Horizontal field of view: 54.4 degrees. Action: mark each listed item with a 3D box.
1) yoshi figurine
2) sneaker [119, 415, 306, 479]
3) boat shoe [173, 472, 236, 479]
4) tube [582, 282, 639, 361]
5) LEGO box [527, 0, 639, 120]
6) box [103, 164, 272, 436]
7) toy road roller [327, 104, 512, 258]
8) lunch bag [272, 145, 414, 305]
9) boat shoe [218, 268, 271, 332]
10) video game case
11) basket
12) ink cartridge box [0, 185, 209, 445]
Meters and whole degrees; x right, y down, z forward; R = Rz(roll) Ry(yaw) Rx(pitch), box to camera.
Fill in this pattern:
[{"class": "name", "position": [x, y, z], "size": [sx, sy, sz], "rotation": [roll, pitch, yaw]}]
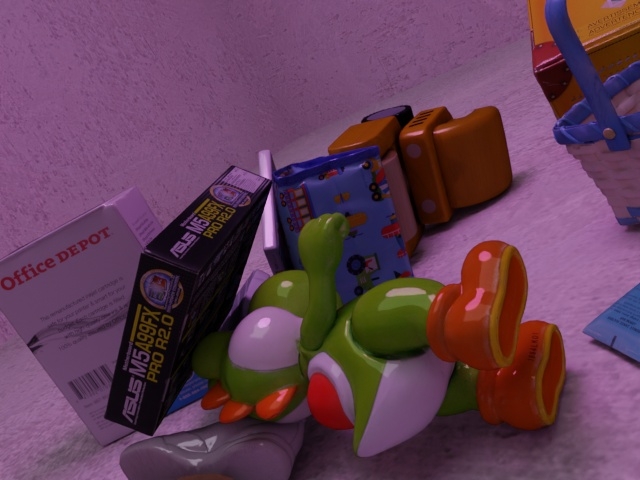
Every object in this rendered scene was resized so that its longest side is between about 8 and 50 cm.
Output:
[{"class": "yoshi figurine", "position": [0.034, 0.082, 0.605], "size": [0.362, 0.203, 0.203], "rotation": [-11, -9, 35]}, {"class": "sneaker", "position": [-0.111, 0.225, 0.665], "size": [0.212, 0.080, 0.094], "rotation": [-12, 15, 23]}, {"class": "boat shoe", "position": [-0.171, 0.274, 0.592], "size": [0.207, 0.073, 0.073], "rotation": [-23, 14, 23]}, {"class": "tube", "position": [0.329, 0.029, 0.537], "size": [0.207, 0.052, 0.080], "rotation": [-36, 10, -4]}, {"class": "LEGO box", "position": [0.585, -0.398, 0.948], "size": [0.500, 0.193, 0.372], "rotation": [-19, 41, 33]}, {"class": "box", "position": [-0.145, 0.054, 0.725], "size": [0.270, 0.060, 0.216], "rotation": [-65, -3, -63]}, {"class": "toy road roller", "position": [0.173, -0.113, 1.015], "size": [0.241, 0.202, 0.329], "rotation": [-9, 21, 27]}, {"class": "lunch bag", "position": [0.000, 0.000, 0.876], "size": [0.138, 0.221, 0.293], "rotation": [-20, 10, -14]}, {"class": "boat shoe", "position": [-0.088, 0.132, 0.883], "size": [0.109, 0.094, 0.302], "rotation": [-54, 12, 13]}, {"class": "video game case", "position": [-0.063, -0.010, 0.984], "size": [0.023, 0.183, 0.201], "rotation": [-10, 51, 5]}, {"class": "basket", "position": [0.372, -0.181, 0.664], "size": [0.255, 0.289, 0.201], "rotation": [-39, 12, -23]}, {"class": "ink cartridge box", "position": [-0.298, 0.109, 0.920], "size": [0.223, 0.307, 0.129], "rotation": [-27, 15, 7]}]
